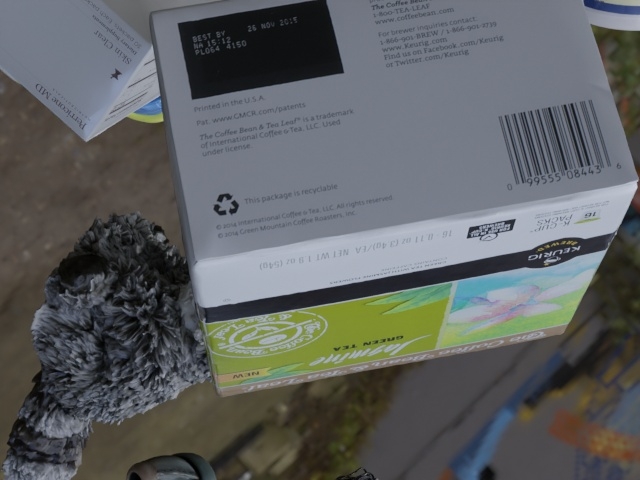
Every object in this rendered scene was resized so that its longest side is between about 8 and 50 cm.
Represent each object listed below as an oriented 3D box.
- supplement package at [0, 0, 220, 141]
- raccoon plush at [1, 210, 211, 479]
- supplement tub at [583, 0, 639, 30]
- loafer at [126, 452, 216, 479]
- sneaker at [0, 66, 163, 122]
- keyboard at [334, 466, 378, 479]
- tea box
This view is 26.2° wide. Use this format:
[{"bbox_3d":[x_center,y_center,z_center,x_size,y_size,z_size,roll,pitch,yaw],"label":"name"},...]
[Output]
[{"bbox_3d":[-0.269,-0.269,1.492,0.145,0.262,0.204,-50,179,31],"label":"supplement package"},{"bbox_3d":[-0.168,0.171,1.611,0.216,0.299,0.446,-43,157,-55],"label":"raccoon plush"},{"bbox_3d":[0.444,-0.485,1.921,0.235,0.235,0.324,-34,137,-35],"label":"supplement tub"},{"bbox_3d":[-0.168,0.323,1.253,0.084,0.096,0.267,12,90,-49],"label":"loafer"},{"bbox_3d":[-0.283,-0.215,1.695,0.126,0.240,0.091,172,-68,-77],"label":"sneaker"},{"bbox_3d":[0.036,0.354,1.988,0.192,0.038,0.100,4,156,-40],"label":"keyboard"},{"bbox_3d":[0.047,-0.042,1.134,0.329,0.220,0.323,-10,158,-4],"label":"tea box"}]
